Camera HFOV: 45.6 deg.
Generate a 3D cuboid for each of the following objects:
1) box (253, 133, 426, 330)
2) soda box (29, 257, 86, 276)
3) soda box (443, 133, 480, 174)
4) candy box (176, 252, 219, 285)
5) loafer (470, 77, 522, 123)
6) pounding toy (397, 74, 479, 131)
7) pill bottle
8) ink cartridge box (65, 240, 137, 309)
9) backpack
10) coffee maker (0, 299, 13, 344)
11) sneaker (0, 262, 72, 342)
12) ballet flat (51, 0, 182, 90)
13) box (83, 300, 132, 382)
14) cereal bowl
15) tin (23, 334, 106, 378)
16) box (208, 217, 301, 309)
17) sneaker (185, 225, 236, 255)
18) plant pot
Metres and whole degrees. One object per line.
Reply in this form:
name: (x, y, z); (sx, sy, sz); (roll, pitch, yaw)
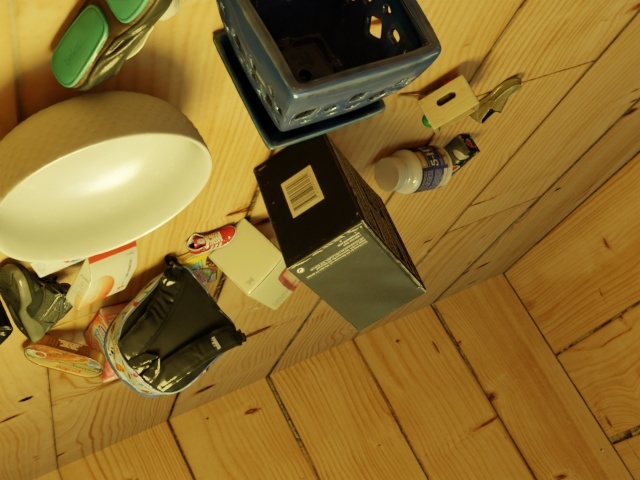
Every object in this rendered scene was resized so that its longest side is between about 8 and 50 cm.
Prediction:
box: (0.038, -0.019, 1.563); (0.183, 0.296, 0.294); (-33, 137, 13)
soda box: (-0.425, -0.017, 1.380); (0.216, 0.073, 0.069); (-24, 161, -14)
soda box: (0.343, -0.209, 2.033); (0.053, 0.060, 0.169); (-9, 154, -44)
candy box: (-0.301, 0.071, 1.882); (0.105, 0.027, 0.206); (-21, 160, -16)
loafer: (0.428, -0.335, 1.838); (0.148, 0.050, 0.056); (-37, 160, 25)
pounding toy: (0.256, -0.297, 1.642); (0.141, 0.100, 0.130); (-30, 177, 11)
pill bottle: (0.226, -0.172, 1.876); (0.187, 0.112, 0.112); (-14, 157, -41)
ink cartridge box: (-0.413, 0.046, 1.516); (0.179, 0.045, 0.145); (-51, 169, 29)
backpack: (-0.360, 0.222, 1.747); (0.213, 0.276, 0.263); (-33, -169, 47)
coffee maker: (-0.594, 0.093, 1.255); (0.120, 0.178, 0.171); (-18, 159, -33)
sneaker: (-0.552, 0.096, 1.497); (0.130, 0.087, 0.227); (-44, 155, -30)
ballet flat: (-0.236, -0.285, 0.930); (0.280, 0.095, 0.096); (-31, 175, 42)
box: (-0.425, 0.233, 1.948); (0.300, 0.142, 0.154); (-12, 155, -42)
cereal bowl: (-0.343, -0.111, 1.140); (0.339, 0.141, 0.339); (-26, 161, -9)
tin: (-0.605, 0.277, 1.809); (0.190, 0.040, 0.106); (19, 135, -14)
box: (-0.148, 0.063, 1.854); (0.127, 0.149, 0.232); (-47, 162, -2)
sneaker: (-0.250, -0.003, 1.733); (0.119, 0.042, 0.067); (-28, 166, 3)
plant pot: (-0.011, -0.272, 1.069); (0.236, 0.235, 0.212); (-22, 166, -22)
